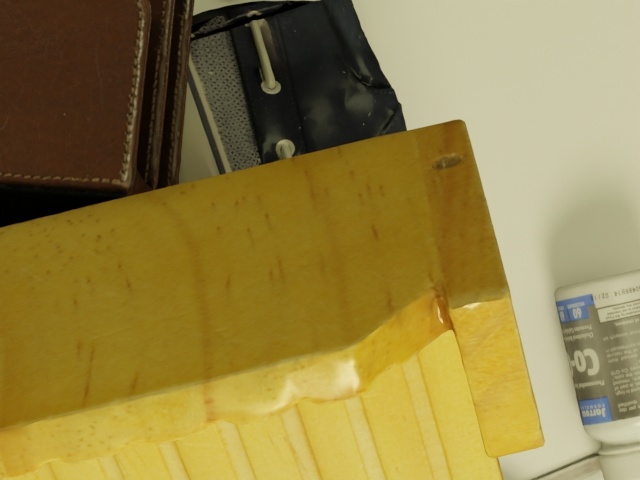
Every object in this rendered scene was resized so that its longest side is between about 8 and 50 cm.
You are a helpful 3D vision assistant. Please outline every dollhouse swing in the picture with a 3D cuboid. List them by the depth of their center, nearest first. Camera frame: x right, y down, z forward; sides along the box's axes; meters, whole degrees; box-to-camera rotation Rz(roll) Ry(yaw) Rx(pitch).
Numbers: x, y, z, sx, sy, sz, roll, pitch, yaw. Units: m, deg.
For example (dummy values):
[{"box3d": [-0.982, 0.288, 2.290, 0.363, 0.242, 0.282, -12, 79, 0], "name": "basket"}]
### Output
[{"box3d": [-0.054, 0.139, 1.041, 0.346, 0.315, 0.305, -13, 113, 4], "name": "dollhouse swing"}]

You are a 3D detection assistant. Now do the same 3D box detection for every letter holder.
[{"box3d": [-0.235, -0.126, 1.165, 0.301, 0.152, 0.215, 4, 81, 6], "name": "letter holder"}]

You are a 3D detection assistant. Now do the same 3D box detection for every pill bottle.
[{"box3d": [0.210, 0.091, 1.340, 0.078, 0.078, 0.137, -11, 86, -16], "name": "pill bottle"}]

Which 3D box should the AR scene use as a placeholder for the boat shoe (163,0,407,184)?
[{"box3d": [0.000, 0.000, 1.267, 0.158, 0.127, 0.341, -19, 88, -8], "name": "boat shoe"}]
